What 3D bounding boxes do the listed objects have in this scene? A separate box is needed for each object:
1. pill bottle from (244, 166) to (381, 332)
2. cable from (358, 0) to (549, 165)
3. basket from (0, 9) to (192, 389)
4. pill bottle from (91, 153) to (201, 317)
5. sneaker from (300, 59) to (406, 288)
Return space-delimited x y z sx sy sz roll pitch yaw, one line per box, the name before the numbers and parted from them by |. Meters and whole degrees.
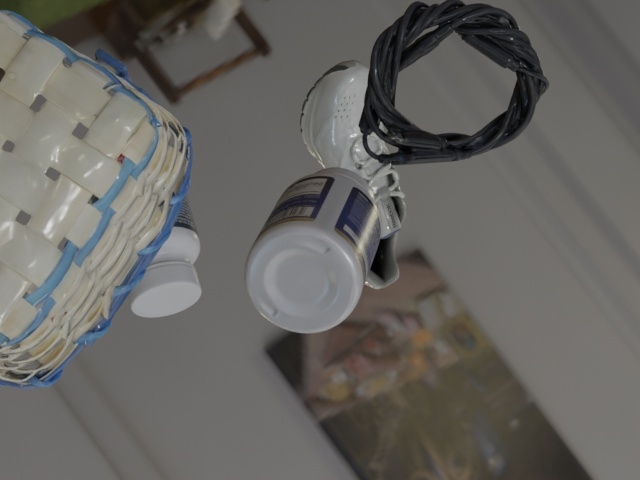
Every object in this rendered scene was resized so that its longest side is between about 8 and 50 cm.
pill bottle | 0.000 0.000 1.126 0.094 0.094 0.169 -39 -169 23
cable | 0.121 -0.142 1.221 0.184 0.150 0.047 -6 -159 -21
basket | -0.206 -0.028 0.943 0.255 0.201 0.289 -57 176 -11
pill bottle | -0.195 -0.011 1.544 0.108 0.180 0.108 -15 154 -8
sneaker | 0.055 -0.075 1.629 0.111 0.129 0.297 -24 128 -23
